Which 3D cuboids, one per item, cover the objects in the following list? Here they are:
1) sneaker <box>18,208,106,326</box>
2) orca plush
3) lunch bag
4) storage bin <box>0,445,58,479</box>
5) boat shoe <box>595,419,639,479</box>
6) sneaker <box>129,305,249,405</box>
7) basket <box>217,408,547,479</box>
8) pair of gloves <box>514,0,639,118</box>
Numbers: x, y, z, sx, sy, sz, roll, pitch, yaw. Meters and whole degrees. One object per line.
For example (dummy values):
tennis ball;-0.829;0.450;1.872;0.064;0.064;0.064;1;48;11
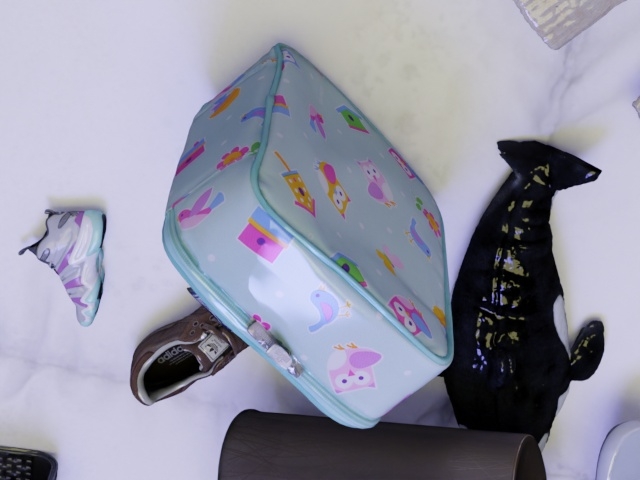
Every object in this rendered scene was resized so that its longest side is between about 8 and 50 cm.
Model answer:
sneaker;-0.208;0.020;1.486;0.069;0.038;0.098;6;106;1
orca plush;0.164;0.072;1.461;0.151;0.102;0.287;17;115;-6
lunch bag;0.000;0.000;1.334;0.108;0.279;0.224;-36;112;21
storage bin;-0.316;0.232;1.541;0.180;0.122;0.084;8;115;-2
boat shoe;0.262;0.237;1.555;0.080;0.076;0.228;-29;122;-15
sneaker;-0.074;0.074;1.487;0.188;0.071;0.066;-37;109;18
basket;0.058;0.219;1.473;0.227;0.154;0.204;-2;137;19
pair of gloves;0.277;-0.184;1.371;0.240;0.042;0.204;41;107;-18
